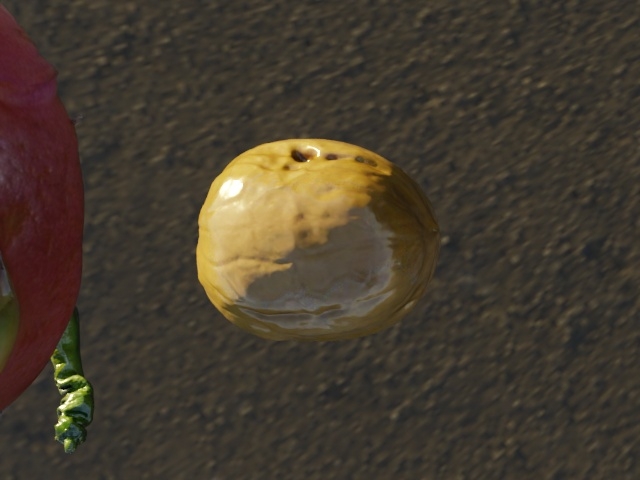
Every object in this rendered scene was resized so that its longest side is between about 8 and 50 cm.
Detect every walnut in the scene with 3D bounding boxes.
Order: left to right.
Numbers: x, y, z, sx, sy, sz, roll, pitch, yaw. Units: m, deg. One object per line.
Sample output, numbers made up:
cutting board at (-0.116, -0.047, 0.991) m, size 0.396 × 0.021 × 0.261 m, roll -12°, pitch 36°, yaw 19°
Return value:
walnut at (0.000, 0.000, 1.768) m, size 0.222 × 0.195 × 0.195 m, roll -2°, pitch 103°, yaw 22°

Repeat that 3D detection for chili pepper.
chili pepper at (-0.127, 0.069, 0.993) m, size 0.027 × 0.022 × 0.083 m, roll 131°, pitch 135°, yaw -57°

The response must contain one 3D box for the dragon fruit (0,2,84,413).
dragon fruit at (-0.251, -0.014, 0.851) m, size 0.291 × 0.189 × 0.290 m, roll 4°, pitch 99°, yaw 22°
